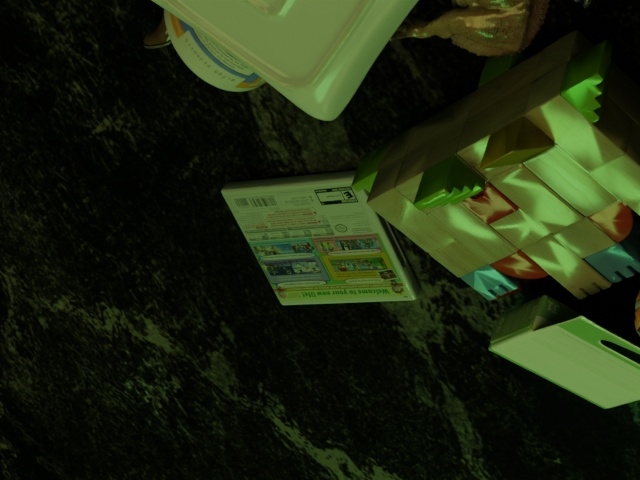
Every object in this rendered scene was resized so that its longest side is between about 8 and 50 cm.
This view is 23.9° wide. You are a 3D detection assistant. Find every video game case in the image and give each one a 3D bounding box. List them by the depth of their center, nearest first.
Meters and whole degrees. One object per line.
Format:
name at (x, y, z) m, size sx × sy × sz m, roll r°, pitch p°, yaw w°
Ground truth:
video game case at (0.000, 0.000, 1.896) m, size 0.212 × 0.023 × 0.193 m, roll -4°, pitch 126°, yaw 35°

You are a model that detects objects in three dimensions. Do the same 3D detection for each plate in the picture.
plate at (-0.050, -0.261, 1.430) m, size 0.278 × 0.045 × 0.277 m, roll 36°, pitch 138°, yaw -2°

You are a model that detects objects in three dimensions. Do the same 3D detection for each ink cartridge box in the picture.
ink cartridge box at (0.314, 0.121, 1.702) m, size 0.171 × 0.056 × 0.235 m, roll 28°, pitch 159°, yaw -11°

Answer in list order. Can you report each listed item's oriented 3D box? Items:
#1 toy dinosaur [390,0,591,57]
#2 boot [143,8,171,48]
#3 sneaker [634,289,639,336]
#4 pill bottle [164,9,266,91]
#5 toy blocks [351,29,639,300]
toy dinosaur at (0.184, -0.253, 1.462) m, size 0.200 × 0.127 × 0.295 m, roll 18°, pitch 143°, yaw 8°
boot at (-0.189, -0.284, 1.736) m, size 0.106 × 0.037 × 0.114 m, roll -19°, pitch 121°, yaw 28°
sneaker at (0.488, 0.055, 1.566) m, size 0.321 × 0.124 × 0.180 m, roll -10°, pitch 161°, yaw 13°
pill bottle at (-0.030, -0.273, 1.554) m, size 0.152 × 0.152 × 0.272 m, roll 46°, pitch 138°, yaw -14°
toy blocks at (0.244, -0.049, 1.595) m, size 0.261 × 0.190 × 0.381 m, roll 38°, pitch 140°, yaw -22°
